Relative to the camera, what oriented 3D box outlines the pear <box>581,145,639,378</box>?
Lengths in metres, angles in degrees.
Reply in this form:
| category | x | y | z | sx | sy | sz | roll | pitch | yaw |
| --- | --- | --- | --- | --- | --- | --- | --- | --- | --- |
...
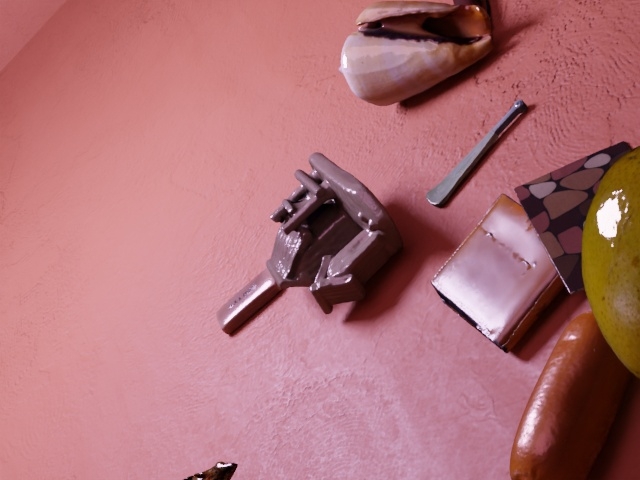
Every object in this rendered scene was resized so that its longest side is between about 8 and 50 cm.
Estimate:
| category | x | y | z | sx | sy | sz | roll | pitch | yaw |
| --- | --- | --- | --- | --- | --- | --- | --- | --- | --- |
| pear | 0.397 | 0.021 | 1.421 | 0.294 | 0.294 | 0.294 | -31 | 36 | 25 |

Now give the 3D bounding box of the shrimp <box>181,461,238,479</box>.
| category | x | y | z | sx | sy | sz | roll | pitch | yaw |
| --- | --- | --- | --- | --- | --- | --- | --- | --- | --- |
| shrimp | -0.182 | 0.378 | 1.944 | 0.195 | 0.035 | 0.148 | -34 | 31 | 34 |

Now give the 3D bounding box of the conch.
| category | x | y | z | sx | sy | sz | roll | pitch | yaw |
| --- | --- | --- | --- | --- | --- | --- | --- | --- | --- |
| conch | 0.145 | -0.292 | 2.215 | 0.255 | 0.158 | 0.127 | -6 | 7 | 17 |

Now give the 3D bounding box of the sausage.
| category | x | y | z | sx | sy | sz | roll | pitch | yaw |
| --- | --- | --- | --- | --- | --- | --- | --- | --- | --- |
| sausage | 0.273 | 0.178 | 1.567 | 0.098 | 0.098 | 0.238 | -3 | 52 | 49 |

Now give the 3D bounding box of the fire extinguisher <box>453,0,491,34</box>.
| category | x | y | z | sx | sy | sz | roll | pitch | yaw |
| --- | --- | --- | --- | --- | --- | --- | --- | --- | --- |
| fire extinguisher | 0.230 | -0.372 | 2.258 | 0.064 | 0.043 | 0.158 | -9 | 41 | 5 |

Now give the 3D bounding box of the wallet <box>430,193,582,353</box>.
| category | x | y | z | sx | sy | sz | roll | pitch | yaw |
| --- | --- | --- | --- | --- | --- | --- | --- | --- | --- |
| wallet | 0.235 | 0.041 | 1.811 | 0.161 | 0.042 | 0.195 | -52 | 33 | 1 |

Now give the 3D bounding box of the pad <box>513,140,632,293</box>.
| category | x | y | z | sx | sy | sz | roll | pitch | yaw |
| --- | --- | --- | --- | --- | --- | --- | --- | --- | --- |
| pad | 0.338 | -0.033 | 1.753 | 0.158 | 0.003 | 0.235 | -24 | 35 | 5 |

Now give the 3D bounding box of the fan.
| category | x | y | z | sx | sy | sz | roll | pitch | yaw |
| --- | --- | --- | --- | --- | --- | --- | --- | --- | --- |
| fan | 0.221 | -0.121 | 2.024 | 0.193 | 0.016 | 0.038 | -48 | 34 | 3 |

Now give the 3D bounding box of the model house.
| category | x | y | z | sx | sy | sz | roll | pitch | yaw |
| --- | --- | --- | --- | --- | --- | --- | --- | --- | --- |
| model house | 0.008 | 0.000 | 2.050 | 0.188 | 0.122 | 0.229 | -50 | 34 | 2 |

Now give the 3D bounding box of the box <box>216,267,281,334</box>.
| category | x | y | z | sx | sy | sz | roll | pitch | yaw |
| --- | --- | --- | --- | --- | --- | --- | --- | --- | --- |
| box | -0.109 | 0.091 | 2.183 | 0.115 | 0.025 | 0.048 | -41 | 31 | 13 |
